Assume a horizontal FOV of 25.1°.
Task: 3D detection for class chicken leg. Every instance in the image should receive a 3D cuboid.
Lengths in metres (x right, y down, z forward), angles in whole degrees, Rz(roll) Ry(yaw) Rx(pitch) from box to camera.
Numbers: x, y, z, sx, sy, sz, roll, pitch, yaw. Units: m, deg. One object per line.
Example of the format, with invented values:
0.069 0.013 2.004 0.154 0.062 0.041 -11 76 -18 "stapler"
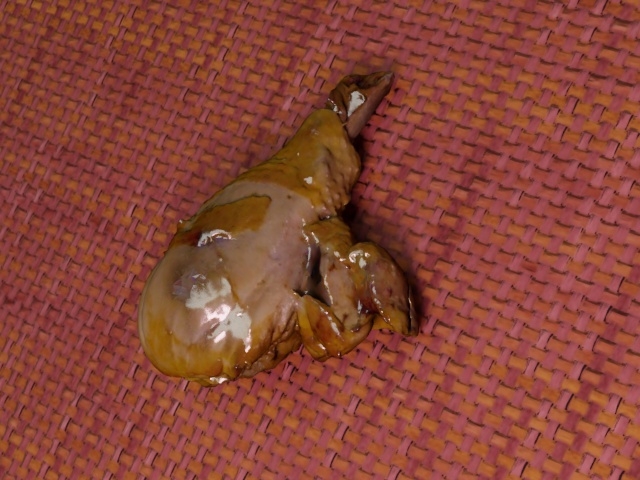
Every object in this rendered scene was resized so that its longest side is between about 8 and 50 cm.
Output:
0.000 0.000 1.527 0.295 0.182 0.409 23 71 26 "chicken leg"
